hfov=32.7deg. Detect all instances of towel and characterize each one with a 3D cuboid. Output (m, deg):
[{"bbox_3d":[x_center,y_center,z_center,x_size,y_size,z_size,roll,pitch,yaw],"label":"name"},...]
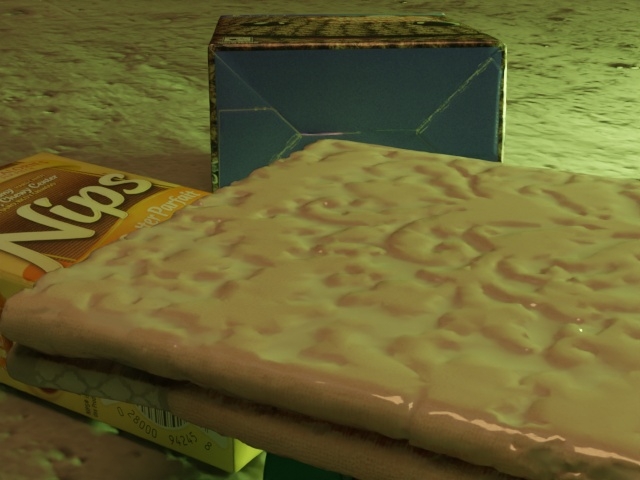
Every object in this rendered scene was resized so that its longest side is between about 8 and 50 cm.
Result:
[{"bbox_3d":[0.063,0.025,0.554,0.317,0.053,0.332,10,23,26],"label":"towel"}]

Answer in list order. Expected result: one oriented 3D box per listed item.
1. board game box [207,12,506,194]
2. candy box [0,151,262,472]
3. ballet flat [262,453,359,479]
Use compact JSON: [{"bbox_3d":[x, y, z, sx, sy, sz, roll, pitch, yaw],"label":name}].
[{"bbox_3d":[0.021,-0.121,0.976,0.232,0.141,0.291,-1,16,-4],"label":"board game box"},{"bbox_3d":[-0.131,0.029,0.722,0.316,0.088,0.183,15,26,29],"label":"candy box"},{"bbox_3d":[0.029,0.155,0.471,0.073,0.080,0.232,23,18,-22],"label":"ballet flat"}]
